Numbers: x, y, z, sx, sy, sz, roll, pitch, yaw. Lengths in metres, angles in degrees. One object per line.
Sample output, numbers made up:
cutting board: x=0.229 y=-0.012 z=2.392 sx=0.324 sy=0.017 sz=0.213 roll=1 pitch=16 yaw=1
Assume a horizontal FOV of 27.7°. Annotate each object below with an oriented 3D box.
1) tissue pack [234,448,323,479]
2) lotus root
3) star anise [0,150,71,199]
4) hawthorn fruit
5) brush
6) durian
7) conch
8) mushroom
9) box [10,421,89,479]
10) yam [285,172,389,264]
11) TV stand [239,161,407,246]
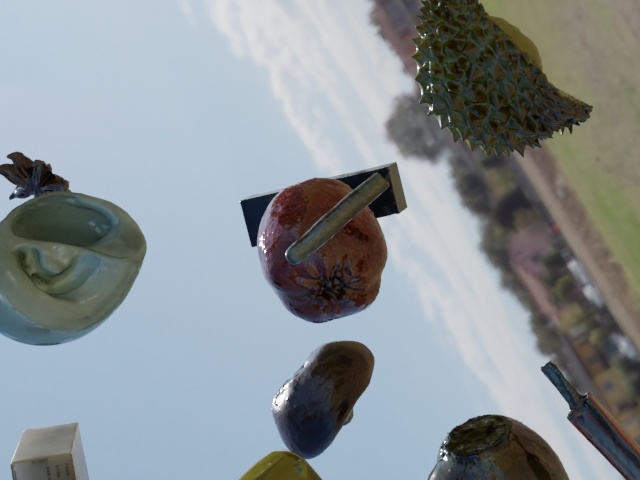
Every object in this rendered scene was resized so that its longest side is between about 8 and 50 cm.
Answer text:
tissue pack: x=-0.036 y=0.370 z=1.721 sx=0.178 sy=0.123 sz=0.127 roll=54 pitch=151 yaw=-1
lotus root: x=0.277 y=0.423 z=1.962 sx=0.250 sy=0.250 sz=0.346 roll=-104 pitch=-2 yaw=-64
star anise: x=-0.420 y=-0.086 z=1.934 sx=0.141 sy=0.141 sz=0.042 roll=53 pitch=-131 yaw=-36
hawthorn fruit: x=0.000 y=0.000 z=1.969 sx=0.205 sy=0.205 sz=0.253 roll=53 pitch=-164 yaw=-33
brush: x=0.423 y=0.298 z=1.844 sx=0.323 sy=0.051 sz=0.070 roll=50 pitch=-166 yaw=22
durian: x=0.242 y=-0.215 z=1.760 sx=0.306 sy=0.172 sz=0.166 roll=32 pitch=-141 yaw=-23
conch: x=-0.323 y=0.033 z=1.583 sx=0.121 sy=0.221 sz=0.185 roll=-27 pitch=84 yaw=64
mushroom: x=-0.001 y=0.271 z=2.298 sx=0.138 sy=0.231 sz=0.194 roll=31 pitch=175 yaw=8
box: x=-0.399 y=0.403 z=1.973 sx=0.168 sy=0.095 sz=0.212 roll=-118 pitch=19 yaw=-80
yam: x=0.014 y=-0.019 z=1.179 sx=0.021 sy=0.116 sz=0.021 roll=50 pitch=-178 yaw=-2
TV stand: x=0.006 y=-0.062 z=2.220 sx=0.083 sy=0.269 sz=0.088 roll=-30 pitch=-74 yaw=-74
